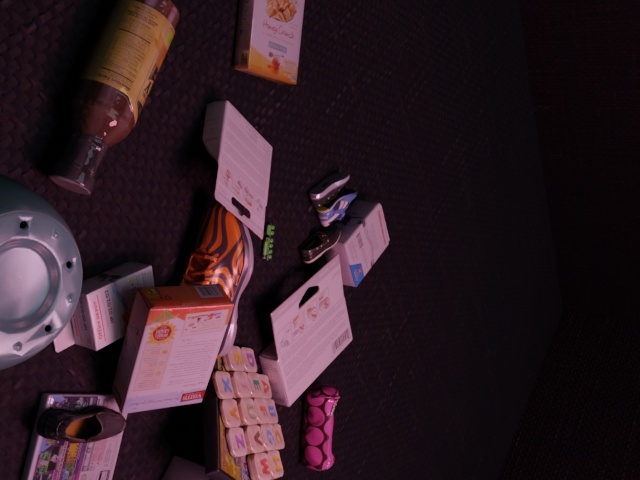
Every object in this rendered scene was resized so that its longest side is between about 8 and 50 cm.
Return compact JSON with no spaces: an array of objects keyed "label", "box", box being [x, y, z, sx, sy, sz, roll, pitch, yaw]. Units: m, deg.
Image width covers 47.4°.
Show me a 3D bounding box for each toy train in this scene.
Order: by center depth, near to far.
[{"label":"toy train","box":[-0.118,0.003,1.627,0.023,0.017,0.083,2,95,-47]}]

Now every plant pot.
[{"label":"plant pot","box":[-0.451,0.039,0.933,0.293,0.235,0.293,-18,111,-55]}]

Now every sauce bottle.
[{"label":"sauce bottle","box":[-0.334,-0.240,1.165,0.111,0.111,0.344,39,66,-53]}]

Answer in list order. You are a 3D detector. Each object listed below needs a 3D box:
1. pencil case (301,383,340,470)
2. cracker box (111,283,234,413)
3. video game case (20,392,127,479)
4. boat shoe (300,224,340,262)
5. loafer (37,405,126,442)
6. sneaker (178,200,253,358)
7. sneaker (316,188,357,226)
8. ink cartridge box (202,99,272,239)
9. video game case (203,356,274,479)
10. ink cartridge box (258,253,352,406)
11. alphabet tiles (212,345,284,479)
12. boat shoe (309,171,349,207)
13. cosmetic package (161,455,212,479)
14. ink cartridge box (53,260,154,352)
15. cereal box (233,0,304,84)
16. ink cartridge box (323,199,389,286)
[{"label":"pencil case","box":[0.001,0.474,1.838,0.095,0.098,0.209,-15,110,-55]},{"label":"cracker box","box":[-0.260,0.188,1.269,0.155,0.067,0.232,0,123,-36]},{"label":"video game case","box":[-0.420,0.362,1.246,0.183,0.023,0.201,20,81,-56]},{"label":"boat shoe","box":[0.001,0.001,1.769,0.133,0.049,0.042,-41,135,-31]},{"label":"loafer","box":[-0.383,0.312,1.209,0.170,0.061,0.062,14,85,-57]},{"label":"sneaker","box":[-0.231,0.085,1.376,0.180,0.124,0.321,-3,99,-57]},{"label":"sneaker","box":[0.040,-0.086,1.817,0.144,0.053,0.059,-35,128,-39]},{"label":"ink cartridge box","box":[-0.167,-0.135,1.433,0.181,0.056,0.225,44,44,-52]},{"label":"video game case","box":[-0.167,0.391,1.494,0.248,0.035,0.275,56,18,-46]},{"label":"ink cartridge box","box":[-0.037,0.206,1.749,0.296,0.066,0.261,-39,128,-47]},{"label":"alphabet tiles","box":[-0.141,0.358,1.521,0.278,0.021,0.284,36,35,-68]},{"label":"boat shoe","box":[0.021,-0.126,1.786,0.142,0.049,0.040,-36,132,-40]},{"label":"cosmetic package","box":[-0.243,0.589,1.456,0.224,0.138,0.225,-63,144,-26]},{"label":"ink cartridge box","box":[-0.365,0.115,1.236,0.181,0.061,0.104,-29,121,-50]},{"label":"cereal box","box":[-0.102,-0.460,1.519,0.173,0.047,0.240,0,97,-57]},{"label":"ink cartridge box","box":[0.093,0.005,1.886,0.191,0.082,0.140,-50,136,-40]}]
